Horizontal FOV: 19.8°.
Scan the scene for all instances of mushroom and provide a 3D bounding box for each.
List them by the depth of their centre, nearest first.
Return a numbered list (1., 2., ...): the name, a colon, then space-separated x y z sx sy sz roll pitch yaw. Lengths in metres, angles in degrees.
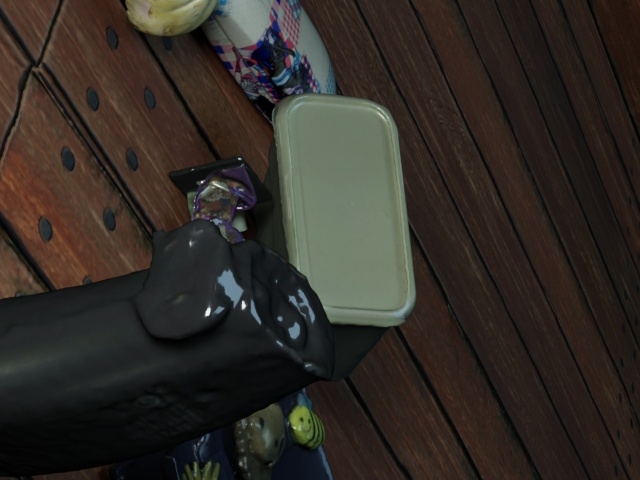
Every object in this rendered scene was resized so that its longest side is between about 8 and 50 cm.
1. mushroom: -0.149 -0.265 1.753 0.148 0.112 0.148 3 90 -74

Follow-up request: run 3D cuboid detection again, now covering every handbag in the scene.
1. handbag: -0.066 0.291 1.752 0.303 0.122 0.329 -34 112 -67

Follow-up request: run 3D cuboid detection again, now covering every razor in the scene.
1. razor: -0.162 0.091 1.309 0.189 0.327 0.107 42 38 -53

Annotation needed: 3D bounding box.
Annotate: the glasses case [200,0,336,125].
1. glasses case: -0.062 -0.226 2.004 0.327 0.076 0.125 52 38 -51

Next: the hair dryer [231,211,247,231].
1. hair dryer: -0.089 -0.043 1.938 0.124 0.038 0.063 -33 114 -74

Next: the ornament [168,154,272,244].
1. ornament: -0.111 0.024 1.793 0.088 0.081 0.203 49 40 -51

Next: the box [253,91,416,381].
1. box: 0.000 0.000 1.904 0.178 0.138 0.274 121 -30 -54
